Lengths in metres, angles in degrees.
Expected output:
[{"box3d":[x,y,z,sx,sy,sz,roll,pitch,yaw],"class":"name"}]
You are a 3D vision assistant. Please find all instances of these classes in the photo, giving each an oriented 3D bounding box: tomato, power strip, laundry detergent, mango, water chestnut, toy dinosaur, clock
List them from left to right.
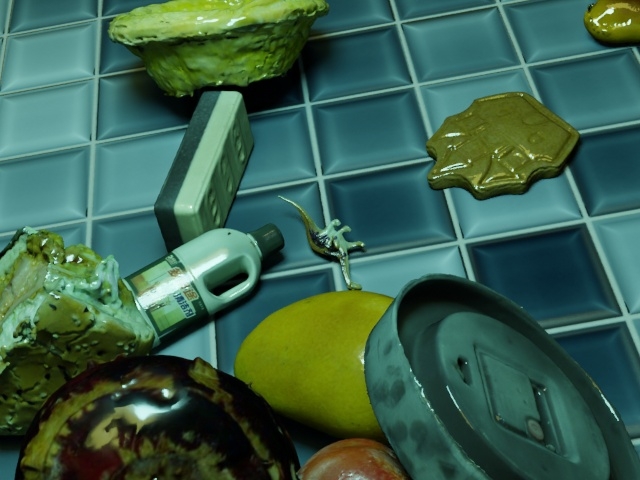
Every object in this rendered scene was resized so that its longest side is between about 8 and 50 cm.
[{"box3d":[-0.160,0.253,1.073,0.300,0.300,0.300,-5,47,6],"class":"water chestnut"},{"box3d":[-0.147,0.045,1.360,0.226,0.070,0.099,-29,65,-17],"class":"laundry detergent"},{"box3d":[-0.154,-0.097,1.472,0.070,0.105,0.256,4,48,12],"class":"power strip"},{"box3d":[0.013,-0.007,1.404,0.058,0.037,0.180,-27,49,-21],"class":"toy dinosaur"},{"box3d":[0.030,0.134,1.201,0.254,0.139,0.175,15,44,30],"class":"mango"},{"box3d":[0.084,0.263,1.008,0.085,0.225,0.225,-49,53,-1],"class":"tomato"},{"box3d":[0.184,0.173,1.050,0.325,0.067,0.325,30,30,-20],"class":"clock"},{"box3d":[0.462,-0.331,1.608,0.127,0.063,0.077,9,81,11],"class":"mango"}]

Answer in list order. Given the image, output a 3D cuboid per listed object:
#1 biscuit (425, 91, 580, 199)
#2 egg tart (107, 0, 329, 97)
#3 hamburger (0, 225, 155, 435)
[{"box3d":[0.239,-0.131,1.481,0.215,0.034,0.182,-29,48,-16],"class":"biscuit"},{"box3d":[-0.144,-0.300,1.598,0.345,0.132,0.345,-9,17,3],"class":"egg tart"},{"box3d":[-0.318,0.115,1.252,0.288,0.192,0.167,-44,34,24],"class":"hamburger"}]
